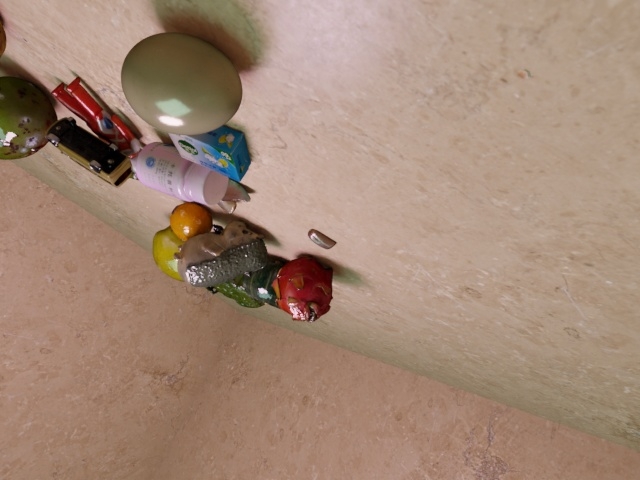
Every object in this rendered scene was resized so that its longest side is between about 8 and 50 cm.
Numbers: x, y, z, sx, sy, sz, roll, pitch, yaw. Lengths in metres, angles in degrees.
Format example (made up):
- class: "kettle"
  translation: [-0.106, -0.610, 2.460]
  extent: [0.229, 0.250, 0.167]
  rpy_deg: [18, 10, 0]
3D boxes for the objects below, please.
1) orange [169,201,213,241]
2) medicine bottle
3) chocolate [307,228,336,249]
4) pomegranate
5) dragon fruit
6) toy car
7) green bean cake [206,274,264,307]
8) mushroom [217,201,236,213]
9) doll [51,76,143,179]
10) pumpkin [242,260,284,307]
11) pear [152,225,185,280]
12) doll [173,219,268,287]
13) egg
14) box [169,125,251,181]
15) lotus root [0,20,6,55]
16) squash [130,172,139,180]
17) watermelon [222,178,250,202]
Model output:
- class: "orange"
  translation: [-0.534, -0.075, 1.733]
  extent: [0.177, 0.155, 0.178]
  rpy_deg: [14, 147, 9]
- class: "medicine bottle"
  translation: [-0.421, -0.202, 1.283]
  extent: [0.254, 0.152, 0.152]
  rpy_deg: [19, 158, 20]
- class: "chocolate"
  translation: [0.000, 0.000, 1.428]
  extent: [0.100, 0.031, 0.064]
  rpy_deg: [34, 154, -15]
- class: "pomegranate"
  translation: [-1.035, -0.421, 1.352]
  extent: [0.290, 0.291, 0.323]
  rpy_deg: [11, 146, 37]
- class: "dragon fruit"
  translation: [-0.062, 0.183, 1.657]
  extent: [0.250, 0.250, 0.315]
  rpy_deg: [27, -157, -1]
- class: "toy car"
  translation: [-0.723, -0.273, 1.315]
  extent: [0.256, 0.101, 0.124]
  rpy_deg: [32, 155, 4]
- class: "green bean cake"
  translation: [-0.434, 0.216, 2.215]
  extent: [0.318, 0.218, 0.335]
  rpy_deg: [19, 160, 20]
- class: "mushroom"
  translation: [-0.365, -0.173, 1.440]
  extent: [0.059, 0.054, 0.202]
  rpy_deg: [-6, 137, 47]
- class: "doll"
  translation: [-0.661, -0.339, 1.343]
  extent: [0.188, 0.099, 0.384]
  rpy_deg: [11, 148, 39]
- class: "pumpkin"
  translation: [-0.213, 0.196, 1.920]
  extent: [0.299, 0.208, 0.300]
  rpy_deg: [16, 170, 3]
- class: "pear"
  translation: [-0.672, 0.057, 2.049]
  extent: [0.294, 0.294, 0.294]
  rpy_deg: [23, 159, 9]
- class: "doll"
  translation: [-0.384, 0.050, 1.645]
  extent: [0.349, 0.248, 0.247]
  rpy_deg: [-9, 160, -6]
- class: "egg"
  translation: [-0.265, -0.298, 0.810]
  extent: [0.241, 0.186, 0.186]
  rpy_deg: [11, 156, 13]
- class: "box"
  translation: [-0.292, -0.251, 1.116]
  extent: [0.194, 0.073, 0.139]
  rpy_deg: [24, 160, 9]
- class: "lotus root"
  translation: [-0.888, -0.545, 1.038]
  extent: [0.169, 0.142, 0.314]
  rpy_deg: [31, 161, -1]
- class: "squash"
  translation: [-0.742, -0.287, 1.570]
  extent: [0.331, 0.087, 0.087]
  rpy_deg: [21, 159, 20]
- class: "watermelon"
  translation: [-0.292, -0.155, 1.368]
  extent: [0.154, 0.080, 0.101]
  rpy_deg: [4, 163, 14]
